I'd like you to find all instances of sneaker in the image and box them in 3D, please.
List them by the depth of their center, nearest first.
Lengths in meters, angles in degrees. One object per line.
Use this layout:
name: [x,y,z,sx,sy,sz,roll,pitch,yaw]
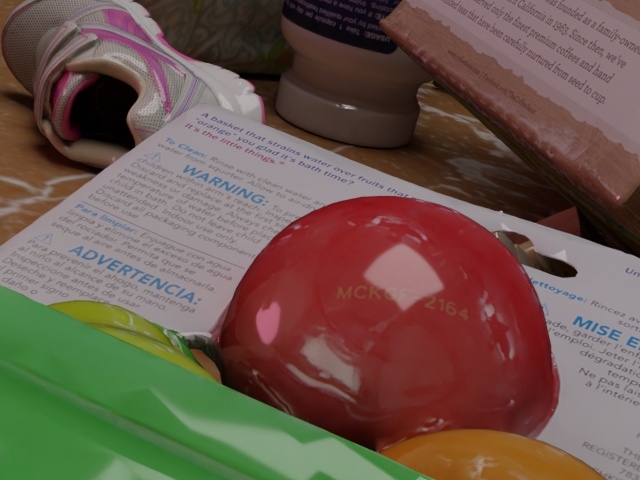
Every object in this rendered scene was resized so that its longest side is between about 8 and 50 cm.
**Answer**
sneaker: [-0.158,-0.114,1.073,0.252,0.103,0.111,29,22,37]

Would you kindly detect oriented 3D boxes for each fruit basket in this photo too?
fruit basket: [0.005,0.083,0.483,0.327,0.165,0.353,21,31,19]

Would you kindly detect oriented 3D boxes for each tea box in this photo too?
tea box: [0.261,-0.072,0.901,0.323,0.220,0.329,39,6,-29]

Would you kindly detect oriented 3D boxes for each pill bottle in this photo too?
pill bottle: [0.052,-0.222,1.275,0.153,0.264,0.153,14,18,-5]

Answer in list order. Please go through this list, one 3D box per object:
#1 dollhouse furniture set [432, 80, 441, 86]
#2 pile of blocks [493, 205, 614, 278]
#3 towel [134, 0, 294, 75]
dollhouse furniture set: [0.194,-0.169,1.526,0.114,0.091,0.081,-1,40,-44]
pile of blocks: [0.074,0.072,0.767,0.113,0.149,0.362,-24,-8,25]
towel: [-0.006,-0.300,1.365,0.374,0.320,0.090,-1,30,-39]
